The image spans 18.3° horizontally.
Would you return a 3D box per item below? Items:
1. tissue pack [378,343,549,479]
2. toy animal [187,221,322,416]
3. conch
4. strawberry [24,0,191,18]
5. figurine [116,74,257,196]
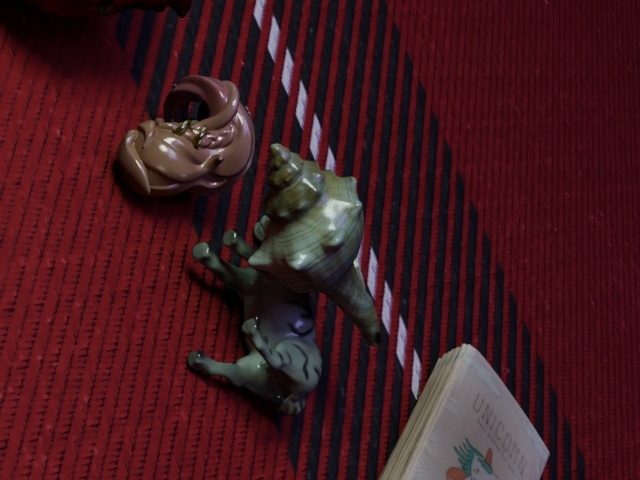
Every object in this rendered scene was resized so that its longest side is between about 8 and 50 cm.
[{"bbox_3d":[0.148,0.259,2.109,0.170,0.071,0.325,53,31,-12],"label":"tissue pack"},{"bbox_3d":[-0.056,0.051,1.948,0.170,0.090,0.255,46,36,-32],"label":"toy animal"},{"bbox_3d":[-0.012,-0.006,1.899,0.234,0.114,0.137,77,7,-57],"label":"conch"},{"bbox_3d":[-0.233,-0.331,1.883,0.261,0.258,0.261,-14,107,-54],"label":"strawberry"},{"bbox_3d":[-0.124,-0.091,1.929,0.114,0.126,0.157,20,27,12],"label":"figurine"}]
